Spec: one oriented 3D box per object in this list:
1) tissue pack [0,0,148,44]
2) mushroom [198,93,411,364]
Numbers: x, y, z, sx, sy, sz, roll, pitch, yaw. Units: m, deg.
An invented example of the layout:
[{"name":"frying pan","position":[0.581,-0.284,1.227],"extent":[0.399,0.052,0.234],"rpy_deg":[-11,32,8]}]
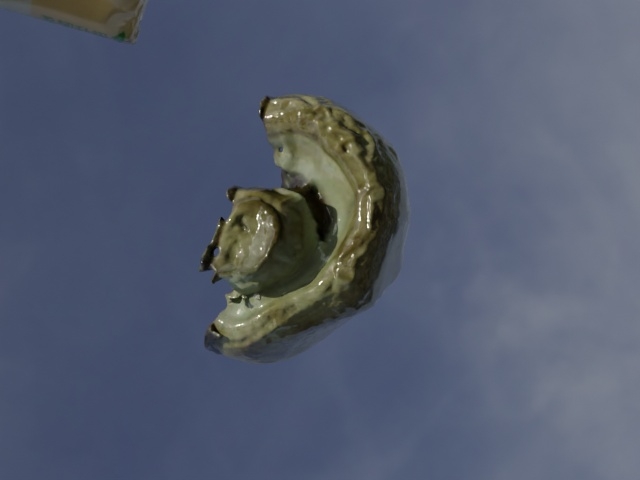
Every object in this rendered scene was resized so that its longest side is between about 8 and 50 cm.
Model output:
[{"name":"tissue pack","position":[-0.167,-0.204,0.711],"extent":[0.222,0.090,0.186],"rpy_deg":[18,-126,-6]},{"name":"mushroom","position":[0.001,0.005,1.471],"extent":[0.189,0.164,0.267],"rpy_deg":[51,-123,-66]}]
